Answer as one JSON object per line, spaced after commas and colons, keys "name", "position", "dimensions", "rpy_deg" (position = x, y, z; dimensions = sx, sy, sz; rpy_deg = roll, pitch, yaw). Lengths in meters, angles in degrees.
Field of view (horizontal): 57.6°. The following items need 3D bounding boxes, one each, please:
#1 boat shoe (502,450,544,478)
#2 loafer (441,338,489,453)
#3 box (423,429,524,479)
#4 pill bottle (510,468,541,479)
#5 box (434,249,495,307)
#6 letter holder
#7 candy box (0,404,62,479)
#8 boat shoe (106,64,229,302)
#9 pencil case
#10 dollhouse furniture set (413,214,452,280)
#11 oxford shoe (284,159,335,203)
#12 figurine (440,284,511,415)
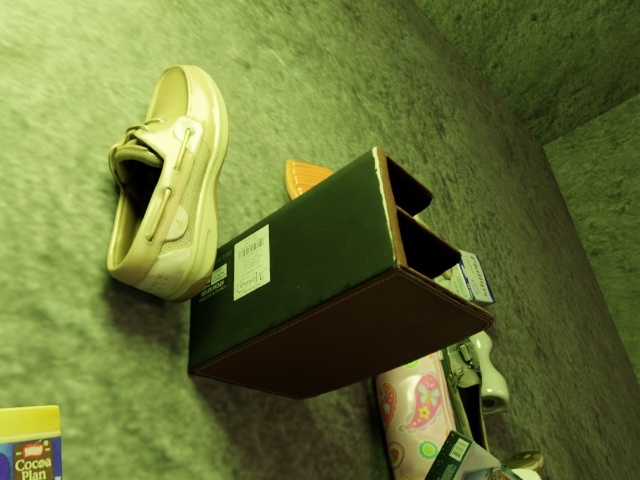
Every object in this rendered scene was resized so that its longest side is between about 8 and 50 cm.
{"name": "boat shoe", "position": [0.409, 0.470, 1.155], "dimensions": [0.190, 0.068, 0.072], "rpy_deg": [10, 68, -52]}
{"name": "loafer", "position": [0.249, 0.259, 0.992], "dimensions": [0.096, 0.084, 0.268], "rpy_deg": [-2, 87, -35]}
{"name": "box", "position": [0.176, 0.393, 0.773], "dimensions": [0.159, 0.044, 0.233], "rpy_deg": [41, 74, -29]}
{"name": "pill bottle", "position": [0.349, 0.539, 0.890], "dimensions": [0.188, 0.188, 0.334], "rpy_deg": [-20, 81, -58]}
{"name": "box", "position": [0.323, 0.093, 1.329], "dimensions": [0.137, 0.072, 0.126], "rpy_deg": [13, 55, -51]}
{"name": "letter holder", "position": [0.022, 0.065, 0.702], "dimensions": [0.214, 0.301, 0.152], "rpy_deg": [29, 42, -40]}
{"name": "candy box", "position": [-0.269, 0.253, 0.279], "dimensions": [0.268, 0.122, 0.317], "rpy_deg": [12, 61, -51]}
{"name": "boat shoe", "position": [-0.190, -0.097, 0.708], "dimensions": [0.110, 0.121, 0.341], "rpy_deg": [27, 46, -43]}
{"name": "pencil case", "position": [0.151, 0.254, 0.909], "dimensions": [0.124, 0.124, 0.284], "rpy_deg": [28, 45, -41]}
{"name": "dollhouse furniture set", "position": [0.146, 0.071, 1.039], "dimensions": [0.129, 0.129, 0.184], "rpy_deg": [48, 32, -19]}
{"name": "oxford shoe", "position": [0.000, 0.000, 0.922], "dimensions": [0.130, 0.133, 0.364], "rpy_deg": [9, 37, -24]}
{"name": "figurine", "position": [0.298, 0.220, 1.185], "dimensions": [0.215, 0.092, 0.209], "rpy_deg": [46, 30, -23]}
